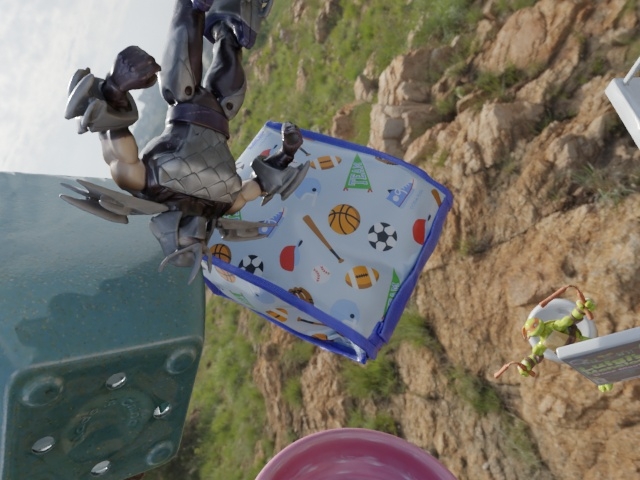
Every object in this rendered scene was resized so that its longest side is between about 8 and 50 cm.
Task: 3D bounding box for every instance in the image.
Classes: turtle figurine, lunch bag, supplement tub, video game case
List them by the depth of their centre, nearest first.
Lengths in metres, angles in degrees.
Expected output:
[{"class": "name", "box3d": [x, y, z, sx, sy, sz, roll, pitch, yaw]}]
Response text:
[{"class": "video game case", "box3d": [0.512, 0.185, 0.744, 0.190, 0.173, 0.022, -29, 43, 36]}, {"class": "lunch bag", "box3d": [0.000, 0.000, 0.824, 0.385, 0.239, 0.328, 18, 65, 28]}, {"class": "turtle figurine", "box3d": [0.498, 0.219, 0.942, 0.270, 0.217, 0.087, -65, -7, 27]}, {"class": "supplement tub", "box3d": [0.588, 0.224, 1.117, 0.144, 0.199, 0.145, -10, 71, 30]}]

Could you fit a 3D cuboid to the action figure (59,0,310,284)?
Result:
[{"class": "action figure", "box3d": [-0.089, -0.110, 0.348, 0.099, 0.185, 0.286, -4, 78, 34]}]

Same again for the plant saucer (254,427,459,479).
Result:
[{"class": "plant saucer", "box3d": [0.056, 0.407, 0.606, 0.332, 0.331, 0.084, -117, 29, -59]}]

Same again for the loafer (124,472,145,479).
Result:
[{"class": "loafer", "box3d": [-0.383, 0.386, 0.807, 0.133, 0.130, 0.367, 2, 99, 46]}]

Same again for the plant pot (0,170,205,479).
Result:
[{"class": "plant pot", "box3d": [-0.245, 0.094, 0.442, 0.252, 0.247, 0.248, 34, 115, 41]}]

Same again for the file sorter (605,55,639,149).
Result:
[{"class": "file sorter", "box3d": [0.478, -0.148, 0.428, 0.173, 0.277, 0.193, 91, 175, -56]}]
